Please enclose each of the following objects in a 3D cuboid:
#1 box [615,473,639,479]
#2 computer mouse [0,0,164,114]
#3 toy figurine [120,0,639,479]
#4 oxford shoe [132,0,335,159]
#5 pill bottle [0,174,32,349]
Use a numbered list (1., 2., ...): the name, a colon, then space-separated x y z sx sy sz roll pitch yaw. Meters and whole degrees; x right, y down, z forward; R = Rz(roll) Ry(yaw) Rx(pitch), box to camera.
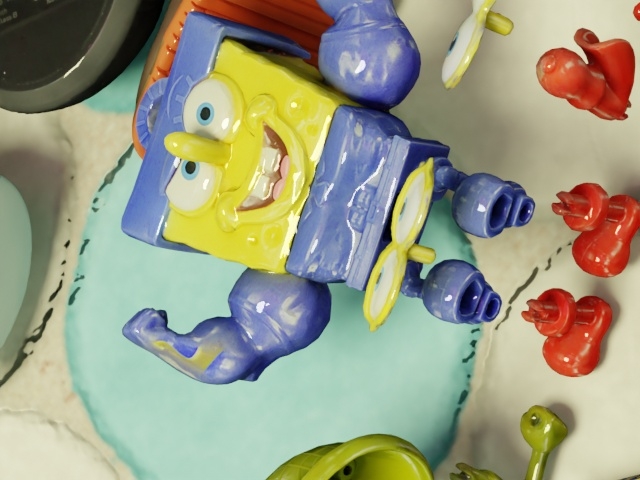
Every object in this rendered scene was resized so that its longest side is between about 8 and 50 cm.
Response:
1. box: 0.188 0.120 0.850 0.169 0.054 0.059 -18 79 21
2. computer mouse: -0.131 -0.184 1.002 0.188 0.072 0.272 -16 68 23
3. toy figurine: 0.000 0.000 0.883 0.217 0.191 0.362 25 102 34
4. oxford shoe: -0.014 -0.154 0.950 0.271 0.097 0.098 -56 37 16
5. pill bottle: -0.306 -0.018 1.002 0.302 0.169 0.169 18 93 22
